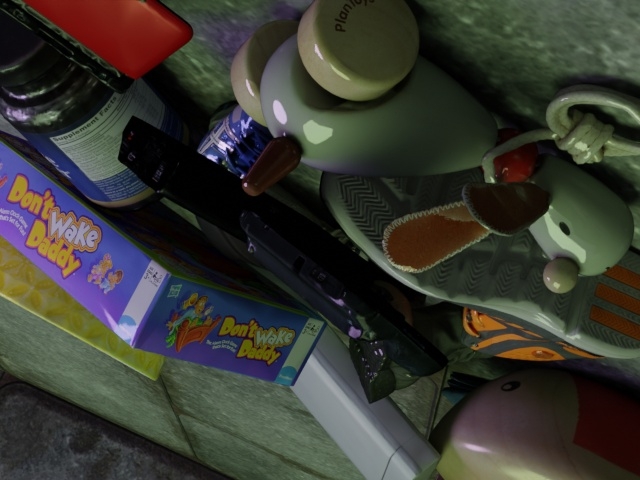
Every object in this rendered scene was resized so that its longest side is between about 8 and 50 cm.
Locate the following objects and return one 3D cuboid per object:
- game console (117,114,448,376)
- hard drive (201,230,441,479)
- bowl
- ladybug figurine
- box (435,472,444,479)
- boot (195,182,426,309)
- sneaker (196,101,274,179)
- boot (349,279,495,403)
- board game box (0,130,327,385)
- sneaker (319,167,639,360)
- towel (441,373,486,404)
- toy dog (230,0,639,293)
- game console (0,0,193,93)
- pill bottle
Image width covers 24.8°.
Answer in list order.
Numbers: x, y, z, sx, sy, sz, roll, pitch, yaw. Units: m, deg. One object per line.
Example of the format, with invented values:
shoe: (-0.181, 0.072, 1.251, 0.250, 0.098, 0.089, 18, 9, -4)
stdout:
game console: (-0.013, 0.011, 1.101, 0.213, 0.044, 0.361, 30, -176, -34)
hard drive: (-0.006, 0.143, 1.645, 0.353, 0.047, 0.233, 49, 166, 14)
bowl: (-0.285, 0.034, 1.756, 0.289, 0.156, 0.289, 29, 172, 5)
ladybug figurine: (0.334, 0.277, 1.592, 0.449, 0.162, 0.305, 31, 162, -11)
box: (0.246, 0.340, 1.876, 0.168, 0.167, 0.203, 19, 160, 21)
boot: (0.000, 0.000, 1.437, 0.123, 0.095, 0.258, 0, 157, 43)
sneaker: (-0.055, -0.082, 1.274, 0.080, 0.081, 0.211, 32, 160, -13)
boot: (0.112, 0.076, 1.415, 0.246, 0.161, 0.083, 89, 160, -69)
board game box: (-0.189, 0.013, 1.467, 0.347, 0.078, 0.233, 34, -172, 39)
sneaker: (0.128, 0.031, 1.265, 0.321, 0.124, 0.180, 29, 161, -7)
towel: (0.209, 0.194, 1.751, 0.119, 0.029, 0.067, 9, 154, 42)
toy dog: (0.072, -0.047, 1.063, 0.334, 0.161, 0.220, 25, 161, 4)
game console: (-0.185, -0.188, 1.120, 0.144, 0.085, 0.124, 36, -169, -31)
pill bottle: (-0.213, -0.127, 1.302, 0.123, 0.123, 0.219, 14, 158, 33)
